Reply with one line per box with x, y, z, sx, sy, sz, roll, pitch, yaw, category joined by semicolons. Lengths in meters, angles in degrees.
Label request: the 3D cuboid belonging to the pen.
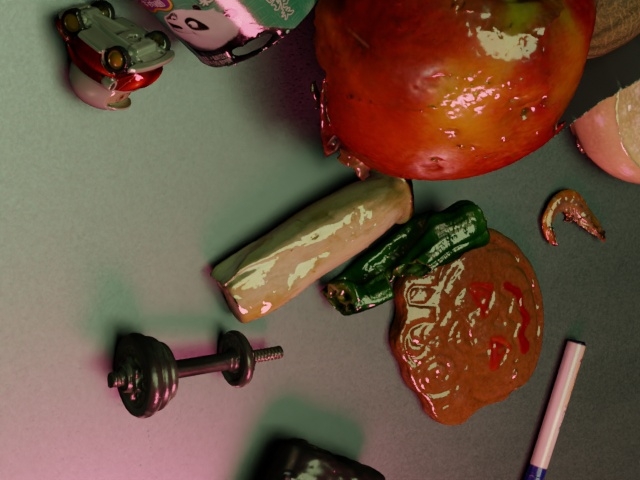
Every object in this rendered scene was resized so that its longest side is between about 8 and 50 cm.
0.364;0.284;2.066;0.033;0.033;0.269;17;90;-30;pen

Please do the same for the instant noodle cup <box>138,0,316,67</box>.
-0.125;-0.339;1.575;0.251;0.251;0.190;-49;127;-12;instant noodle cup

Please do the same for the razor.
-0.036;0.448;1.837;0.189;0.107;0.327;23;89;-29;razor

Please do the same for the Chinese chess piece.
0.506;-0.219;2.003;0.270;0.112;0.270;-6;103;-28;Chinese chess piece

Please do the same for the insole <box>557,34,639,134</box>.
0.353;-0.219;1.900;0.322;0.007;0.109;-29;89;4;insole

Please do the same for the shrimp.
0.391;-0.021;2.026;0.127;0.025;0.091;35;82;-25;shrimp

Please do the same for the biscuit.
0.223;0.125;1.952;0.257;0.049;0.273;-28;110;-21;biscuit

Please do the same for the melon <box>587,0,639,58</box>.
0.381;-0.394;1.824;0.237;0.237;0.302;35;71;-29;melon

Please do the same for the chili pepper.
0.121;0.023;1.842;0.253;0.099;0.083;-30;106;-10;chili pepper

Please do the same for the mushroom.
0.000;0.000;1.788;0.312;0.081;0.100;-33;113;-18;mushroom

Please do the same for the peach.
0.159;-0.240;1.658;0.353;0.416;0.339;40;62;-5;peach

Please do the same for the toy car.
-0.261;-0.216;1.596;0.112;0.139;0.112;-38;160;-57;toy car

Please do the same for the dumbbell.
-0.159;0.164;1.724;0.254;0.110;0.110;-6;102;-33;dumbbell
